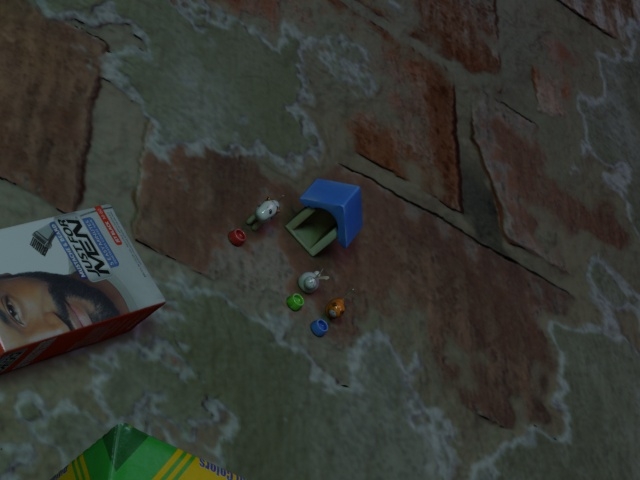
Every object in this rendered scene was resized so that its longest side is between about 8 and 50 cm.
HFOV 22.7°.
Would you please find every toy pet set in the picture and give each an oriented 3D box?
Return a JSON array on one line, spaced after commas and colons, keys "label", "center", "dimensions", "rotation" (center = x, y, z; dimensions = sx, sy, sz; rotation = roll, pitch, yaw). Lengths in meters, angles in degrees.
[{"label": "toy pet set", "center": [0.000, 0.000, 1.409], "dimensions": [0.122, 0.065, 0.114], "rotation": [47, 36, -5]}]

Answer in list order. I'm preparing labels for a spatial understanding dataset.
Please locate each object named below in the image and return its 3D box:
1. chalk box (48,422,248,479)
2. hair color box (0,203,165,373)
[{"label": "chalk box", "center": [-0.108, 0.292, 0.938], "dimensions": [0.180, 0.179, 0.289], "rotation": [28, 41, -27]}, {"label": "hair color box", "center": [-0.203, 0.035, 1.172], "dimensions": [0.167, 0.053, 0.093], "rotation": [-18, 74, -51]}]
